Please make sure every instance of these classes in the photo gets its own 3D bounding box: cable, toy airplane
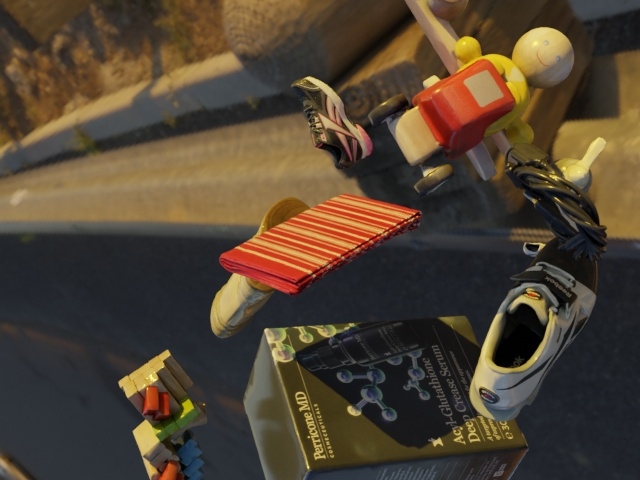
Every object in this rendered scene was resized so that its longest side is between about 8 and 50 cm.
[{"bbox_3d":[0.274,-0.034,1.200,0.150,0.047,0.184,59,178,-25],"label":"cable"},{"bbox_3d":[0.252,-0.207,1.518,0.386,0.272,0.384,40,-155,-38],"label":"toy airplane"}]

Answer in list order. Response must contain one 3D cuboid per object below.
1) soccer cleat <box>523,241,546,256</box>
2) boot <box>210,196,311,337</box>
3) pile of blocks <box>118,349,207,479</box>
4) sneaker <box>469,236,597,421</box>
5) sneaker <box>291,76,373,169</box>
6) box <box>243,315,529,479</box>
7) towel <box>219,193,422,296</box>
[{"bbox_3d":[0.402,0.021,1.844,0.083,0.029,0.035,15,165,23],"label":"soccer cleat"},{"bbox_3d":[-0.113,0.051,1.965,0.095,0.262,0.203,31,135,-8],"label":"boot"},{"bbox_3d":[-0.263,0.384,1.880,0.112,0.149,0.362,-133,35,-58],"label":"pile of blocks"},{"bbox_3d":[0.329,0.103,1.530,0.123,0.330,0.146,22,151,19],"label":"sneaker"},{"bbox_3d":[0.009,-0.195,1.742,0.178,0.077,0.072,47,160,-5],"label":"sneaker"},{"bbox_3d":[0.100,0.313,1.786,0.212,0.396,0.293,107,152,-42],"label":"box"},{"bbox_3d":[0.000,0.000,1.623,0.199,0.275,0.031,17,126,47],"label":"towel"}]
